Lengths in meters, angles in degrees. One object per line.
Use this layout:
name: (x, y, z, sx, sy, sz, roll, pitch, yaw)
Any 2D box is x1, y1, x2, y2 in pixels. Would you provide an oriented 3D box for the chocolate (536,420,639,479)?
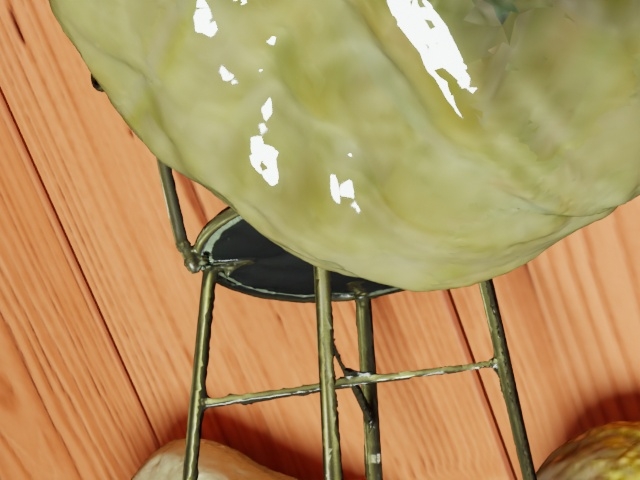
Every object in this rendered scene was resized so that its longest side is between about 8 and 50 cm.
chocolate: (0.137, 0.217, 0.950, 0.134, 0.134, 0.309, 29, 134, 14)

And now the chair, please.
chair: (0.000, 0.000, 0.892, 0.160, 0.170, 0.325, -32, 57, 47)

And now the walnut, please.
walnut: (0.048, -0.129, 0.682, 0.282, 0.253, 0.277, -20, 109, 42)

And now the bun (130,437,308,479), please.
bun: (-0.040, 0.224, 1.055, 0.229, 0.145, 0.229, 17, 123, 28)
